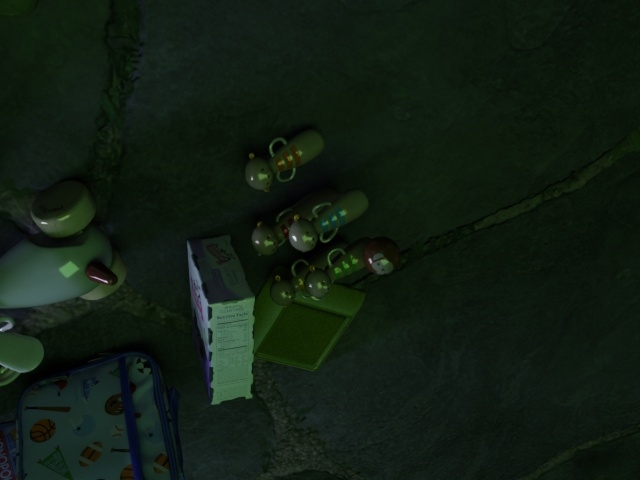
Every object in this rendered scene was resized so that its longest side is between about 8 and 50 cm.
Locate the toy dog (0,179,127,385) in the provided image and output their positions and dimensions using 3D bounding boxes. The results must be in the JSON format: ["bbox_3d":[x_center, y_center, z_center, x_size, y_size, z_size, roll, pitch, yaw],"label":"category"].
[{"bbox_3d":[-0.390,0.080,0.957,0.334,0.161,0.220,-50,134,-3],"label":"toy dog"}]

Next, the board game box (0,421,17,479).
[{"bbox_3d":[-0.507,0.366,1.166,0.194,0.194,0.060,-19,131,-25],"label":"board game box"}]

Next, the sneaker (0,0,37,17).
[{"bbox_3d":[-0.401,-0.289,0.779,0.192,0.086,0.064,26,112,-32],"label":"sneaker"}]

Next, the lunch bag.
[{"bbox_3d":[-0.327,0.314,1.105,0.243,0.303,0.115,-16,141,-7],"label":"lunch bag"}]

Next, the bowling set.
[{"bbox_3d":[0.000,0.000,1.044,0.154,0.200,0.287,-32,127,-18],"label":"bowling set"}]

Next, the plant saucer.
[{"bbox_3d":[-0.035,0.150,1.245,0.188,0.045,0.188,19,116,-29],"label":"plant saucer"}]

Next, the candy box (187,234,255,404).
[{"bbox_3d":[-0.152,0.118,1.105,0.070,0.165,0.196,-7,125,-17],"label":"candy box"}]
